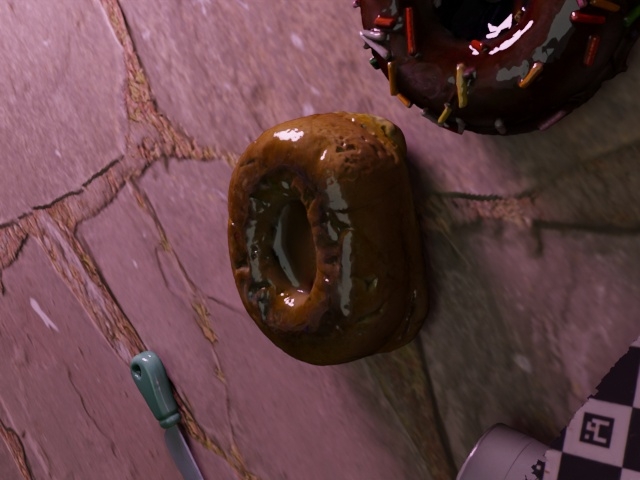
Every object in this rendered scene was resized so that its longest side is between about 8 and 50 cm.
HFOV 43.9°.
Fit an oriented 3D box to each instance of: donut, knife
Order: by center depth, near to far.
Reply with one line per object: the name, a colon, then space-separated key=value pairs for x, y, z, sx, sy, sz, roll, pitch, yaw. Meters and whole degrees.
donut: x=0.143 y=-0.217 z=0.673 sx=0.270 sy=0.103 sz=0.269 roll=9 pitch=104 yaw=38
donut: x=0.000 y=0.000 z=0.823 sx=0.209 sy=0.128 sz=0.261 roll=-7 pitch=95 yaw=40
knife: x=-0.206 y=0.280 z=1.121 sx=0.063 sy=0.035 sz=0.260 roll=-23 pitch=89 yaw=44

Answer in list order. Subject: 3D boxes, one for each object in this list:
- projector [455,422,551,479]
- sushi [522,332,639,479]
projector: x=0.280 y=0.277 z=0.679 sx=0.338 sy=0.108 sz=0.108 roll=23 pitch=114 yaw=33
sushi: x=0.323 y=0.187 z=0.603 sx=0.264 sy=0.050 sz=0.290 roll=40 pitch=100 yaw=39
